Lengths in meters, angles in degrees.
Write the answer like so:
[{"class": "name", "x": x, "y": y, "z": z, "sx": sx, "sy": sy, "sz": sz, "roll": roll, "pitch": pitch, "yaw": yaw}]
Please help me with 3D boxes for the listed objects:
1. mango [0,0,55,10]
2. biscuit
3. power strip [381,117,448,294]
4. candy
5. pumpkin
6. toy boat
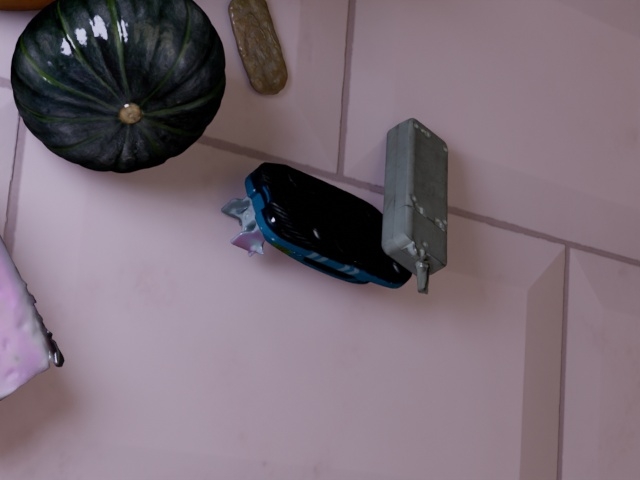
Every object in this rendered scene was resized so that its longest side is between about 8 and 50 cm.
[{"class": "mango", "x": -0.364, "y": -0.333, "z": 1.613, "sx": 0.289, "sy": 0.129, "sz": 0.146, "roll": -15, "pitch": 96, "yaw": -34}, {"class": "biscuit", "x": -0.085, "y": -0.269, "z": 1.911, "sx": 0.071, "sy": 0.018, "sz": 0.147, "roll": -22, "pitch": 97, "yaw": -39}, {"class": "power strip", "x": 0.136, "y": -0.043, "z": 1.987, "sx": 0.093, "sy": 0.053, "sz": 0.288, "roll": 36, "pitch": 42, "yaw": -33}, {"class": "candy", "x": -0.410, "y": 0.058, "z": 1.518, "sx": 0.155, "sy": 0.116, "sz": 0.265, "roll": -33, "pitch": 106, "yaw": -38}, {"class": "pumpkin", "x": -0.238, "y": -0.200, "z": 1.642, "sx": 0.250, "sy": 0.250, "sz": 0.216, "roll": 2, "pitch": 44, "yaw": -41}, {"class": "toy boat", "x": 0.000, "y": 0.000, "z": 1.907, "sx": 0.299, "sy": 0.092, "sz": 0.134, "roll": 24, "pitch": 38, "yaw": -43}]
